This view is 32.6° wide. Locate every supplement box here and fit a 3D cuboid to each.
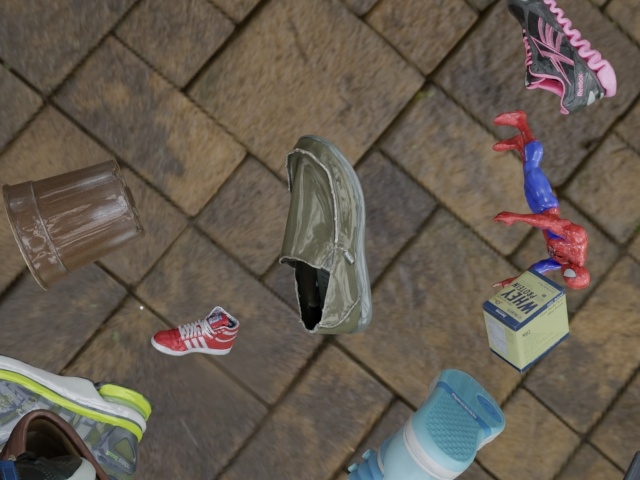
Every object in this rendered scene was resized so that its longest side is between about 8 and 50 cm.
[{"bbox_3d":[0.246,0.095,1.307,0.083,0.056,0.083,-35,134,-19],"label":"supplement box"}]

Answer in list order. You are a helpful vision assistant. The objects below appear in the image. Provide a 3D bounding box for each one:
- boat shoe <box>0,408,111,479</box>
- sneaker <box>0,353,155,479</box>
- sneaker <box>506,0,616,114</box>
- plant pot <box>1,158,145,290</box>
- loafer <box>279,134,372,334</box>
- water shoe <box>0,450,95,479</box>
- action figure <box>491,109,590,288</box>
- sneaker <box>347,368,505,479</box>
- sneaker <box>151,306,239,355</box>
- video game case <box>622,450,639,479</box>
[{"bbox_3d":[-0.134,0.259,0.724,0.123,0.123,0.342,-4,46,-38],"label":"boat shoe"},{"bbox_3d":[-0.274,0.176,0.964,0.300,0.111,0.121,18,58,-40],"label":"sneaker"},{"bbox_3d":[0.177,-0.147,0.861,0.057,0.047,0.119,-37,67,3],"label":"sneaker"},{"bbox_3d":[-0.356,-0.034,1.608,0.165,0.167,0.167,-22,90,-5],"label":"plant pot"},{"bbox_3d":[0.000,0.000,1.305,0.087,0.094,0.251,-19,101,-38],"label":"loafer"},{"bbox_3d":[-0.208,0.137,0.611,0.073,0.203,0.080,-28,82,30],"label":"water shoe"},{"bbox_3d":[0.266,-0.037,1.473,0.139,0.091,0.280,-19,53,-3],"label":"action figure"},{"bbox_3d":[0.140,0.305,1.574,0.127,0.319,0.208,47,111,13],"label":"sneaker"},{"bbox_3d":[-0.166,0.122,1.484,0.118,0.067,0.042,4,44,-31],"label":"sneaker"},{"bbox_3d":[0.283,0.216,0.606,0.196,0.274,0.026,-44,134,-46],"label":"video game case"}]
